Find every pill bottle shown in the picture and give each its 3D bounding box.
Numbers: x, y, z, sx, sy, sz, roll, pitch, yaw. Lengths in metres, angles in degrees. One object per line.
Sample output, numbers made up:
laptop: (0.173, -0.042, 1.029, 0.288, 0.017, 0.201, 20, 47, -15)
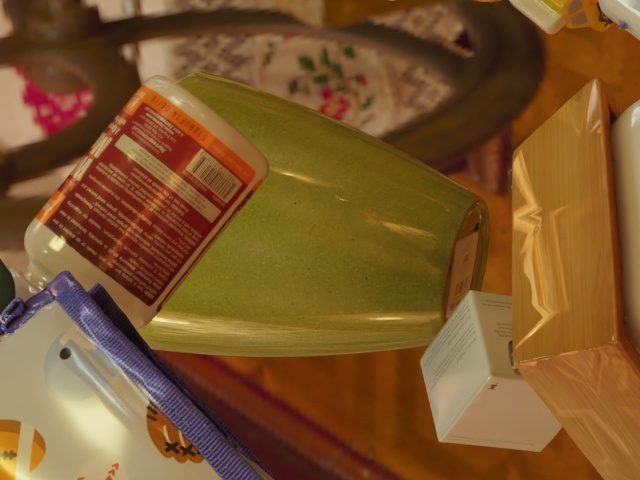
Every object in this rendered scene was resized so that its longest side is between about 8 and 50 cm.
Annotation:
pill bottle: (-0.150, -0.009, 1.302, 0.121, 0.221, 0.121, 38, 176, 3)

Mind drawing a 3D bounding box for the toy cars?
toy cars: (0.255, -0.227, 1.539, 0.176, 0.087, 0.394, 42, -179, -18)

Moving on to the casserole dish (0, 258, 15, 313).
casserole dish: (-0.279, 0.067, 1.183, 0.037, 0.114, 0.188, 99, 176, -54)

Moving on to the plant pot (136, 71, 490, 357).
plant pot: (0.000, 0.000, 1.582, 0.294, 0.275, 0.274, 12, 117, 19)

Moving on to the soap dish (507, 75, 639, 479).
soap dish: (0.231, 0.062, 1.184, 0.118, 0.291, 0.229, -17, 47, 24)

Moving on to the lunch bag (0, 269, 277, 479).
lunch bag: (-0.126, 0.254, 0.938, 0.385, 0.328, 0.239, 45, 173, 2)

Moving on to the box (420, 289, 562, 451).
box: (0.152, 0.108, 1.377, 0.102, 0.101, 0.087, 121, 149, -42)
